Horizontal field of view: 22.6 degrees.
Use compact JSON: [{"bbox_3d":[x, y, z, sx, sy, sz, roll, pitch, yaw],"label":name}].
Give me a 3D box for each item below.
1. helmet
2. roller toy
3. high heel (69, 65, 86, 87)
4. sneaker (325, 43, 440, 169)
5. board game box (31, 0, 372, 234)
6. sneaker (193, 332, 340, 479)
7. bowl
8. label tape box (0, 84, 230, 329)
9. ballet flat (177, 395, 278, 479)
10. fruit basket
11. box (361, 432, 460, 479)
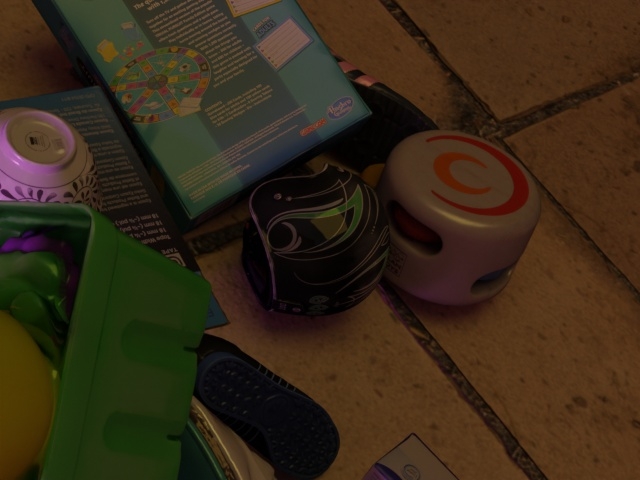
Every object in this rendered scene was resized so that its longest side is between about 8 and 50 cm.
[{"bbox_3d":[0.000,0.000,1.802,0.161,0.169,0.169,-14,59,-16],"label":"helmet"},{"bbox_3d":[0.151,-0.024,1.907,0.209,0.146,0.191,12,40,-10],"label":"roller toy"},{"bbox_3d":[-0.228,-0.281,1.963,0.186,0.093,0.261,5,60,-31],"label":"high heel"},{"bbox_3d":[0.029,-0.187,2.013,0.319,0.112,0.131,32,28,-9],"label":"sneaker"},{"bbox_3d":[-0.140,-0.214,1.859,0.254,0.079,0.336,-31,84,-19],"label":"board game box"},{"bbox_3d":[-0.068,0.163,1.647,0.090,0.081,0.232,37,-7,48],"label":"sneaker"},{"bbox_3d":[-0.293,-0.079,1.628,0.170,0.080,0.170,13,50,-16],"label":"bowl"},{"bbox_3d":[-0.281,0.006,1.693,0.241,0.106,0.333,-13,61,-33],"label":"label tape box"},{"bbox_3d":[-0.067,0.297,1.563,0.139,0.139,0.400,-22,69,-38],"label":"ballet flat"},{"bbox_3d":[-0.293,0.140,1.359,0.392,0.283,0.392,-2,94,-39],"label":"fruit basket"},{"bbox_3d":[0.090,0.288,1.622,0.126,0.137,0.072,46,47,14],"label":"box"}]
